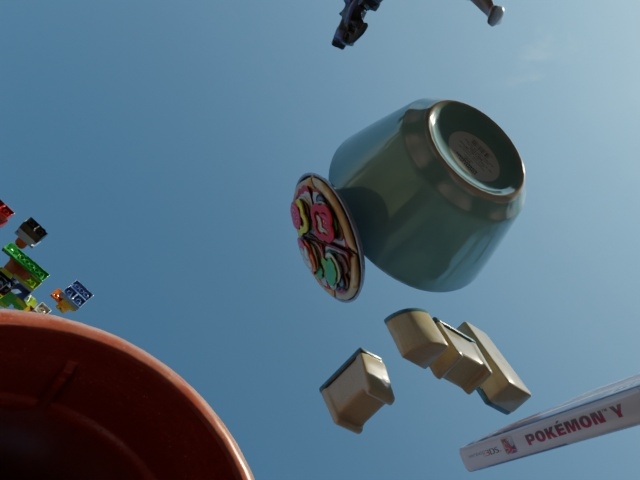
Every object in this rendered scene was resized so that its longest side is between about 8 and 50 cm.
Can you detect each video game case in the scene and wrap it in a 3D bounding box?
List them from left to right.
[{"bbox_3d":[0.237,0.125,0.399,0.202,0.183,0.023,-6,-118,-33],"label":"video game case"}]

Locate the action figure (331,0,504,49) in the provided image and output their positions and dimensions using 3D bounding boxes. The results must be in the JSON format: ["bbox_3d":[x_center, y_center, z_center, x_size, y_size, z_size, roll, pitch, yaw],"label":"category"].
[{"bbox_3d":[0.165,-0.423,0.763,0.330,0.179,0.341,41,-65,29],"label":"action figure"}]

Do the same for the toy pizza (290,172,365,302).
[{"bbox_3d":[0.000,0.000,0.741,0.032,0.201,0.201,-19,-102,-23],"label":"toy pizza"}]

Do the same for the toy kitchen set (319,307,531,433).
[{"bbox_3d":[0.126,0.176,0.657,0.207,0.122,0.166,32,-72,-27],"label":"toy kitchen set"}]

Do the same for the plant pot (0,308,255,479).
[{"bbox_3d":[-0.207,0.223,0.268,0.272,0.272,0.265,50,-62,7],"label":"plant pot"}]

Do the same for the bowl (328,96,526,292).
[{"bbox_3d":[0.185,-0.095,0.768,0.312,0.163,0.311,15,-126,-21],"label":"bowl"}]

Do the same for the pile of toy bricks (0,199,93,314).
[{"bbox_3d":[-0.413,0.053,0.666,0.105,0.118,0.212,-35,-76,26],"label":"pile of toy bricks"}]
